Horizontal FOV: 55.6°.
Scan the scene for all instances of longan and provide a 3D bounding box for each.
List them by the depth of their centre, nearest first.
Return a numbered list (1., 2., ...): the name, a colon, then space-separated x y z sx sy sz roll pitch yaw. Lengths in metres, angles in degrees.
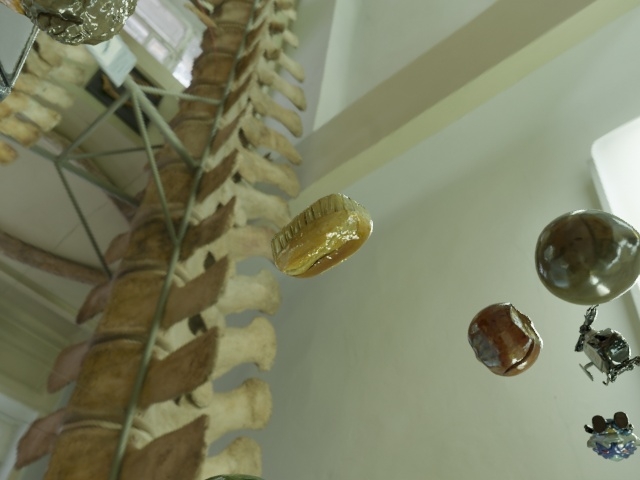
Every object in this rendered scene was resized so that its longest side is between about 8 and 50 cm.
1. longan: 0.670 0.040 1.518 0.258 0.258 0.258 -34 -149 24

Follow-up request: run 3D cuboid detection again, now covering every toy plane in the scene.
1. toy plane: 0.368 0.145 0.791 0.053 0.197 0.078 -34 -119 4

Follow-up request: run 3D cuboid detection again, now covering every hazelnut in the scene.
1. hazelnut: 0.389 0.212 1.296 0.143 0.154 0.143 -43 179 -1

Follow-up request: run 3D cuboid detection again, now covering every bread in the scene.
1. bread: 0.000 0.000 1.329 0.236 0.140 0.106 -36 -132 30

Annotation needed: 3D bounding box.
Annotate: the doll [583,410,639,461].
1. doll: 0.546 0.370 1.135 0.096 0.195 0.070 -11 -129 22

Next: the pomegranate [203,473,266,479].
1. pomegranate: -0.112 0.318 0.576 0.187 0.225 0.187 -30 -127 51

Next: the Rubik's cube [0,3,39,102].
1. Rubik's cube: -0.681 -0.383 1.097 0.260 0.259 0.255 -20 -127 42

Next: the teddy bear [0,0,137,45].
1. teddy bear: -0.272 -0.270 0.584 0.140 0.190 0.177 -37 -163 43
